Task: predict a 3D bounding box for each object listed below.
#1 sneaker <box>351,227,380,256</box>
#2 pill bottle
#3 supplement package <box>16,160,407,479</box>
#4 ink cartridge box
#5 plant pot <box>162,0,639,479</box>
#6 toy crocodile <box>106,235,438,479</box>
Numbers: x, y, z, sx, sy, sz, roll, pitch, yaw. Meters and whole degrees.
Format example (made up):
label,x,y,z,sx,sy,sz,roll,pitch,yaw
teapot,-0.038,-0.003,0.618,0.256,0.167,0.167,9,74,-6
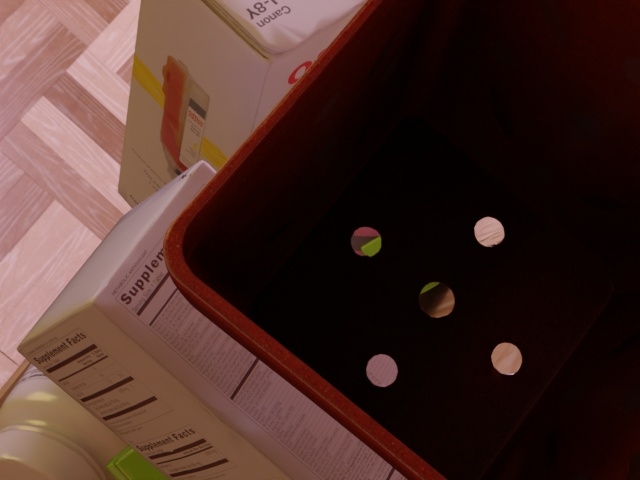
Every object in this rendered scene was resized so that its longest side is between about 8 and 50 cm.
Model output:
label,x,y,z,sx,sy,sz,roll,pitch,yaw
sneaker,0.000,0.000,1.198,0.319,0.131,0.112,-48,15,-4
pill bottle,-0.242,0.177,1.366,0.160,0.160,0.283,-35,18,41
supplement package,-0.056,0.089,0.871,0.134,0.244,0.139,-28,22,53
ink cartridge box,-0.030,-0.167,1.217,0.279,0.160,0.384,-38,-15,-28
plant pot,0.093,0.014,0.669,0.267,0.267,0.236,-51,0,-16
toy crocodile,-0.033,0.098,1.062,0.340,0.115,0.105,-44,7,3
